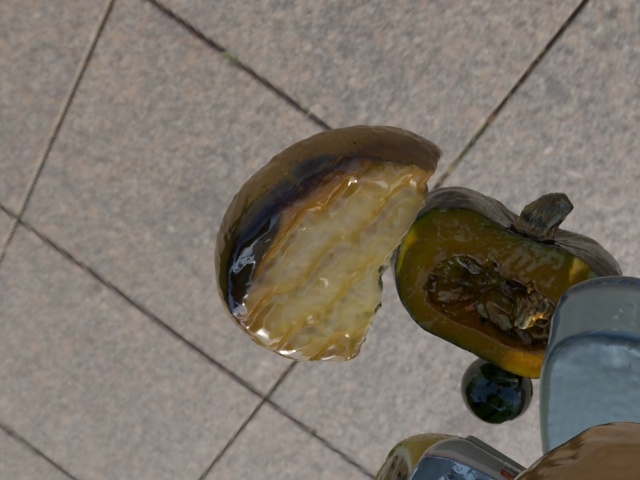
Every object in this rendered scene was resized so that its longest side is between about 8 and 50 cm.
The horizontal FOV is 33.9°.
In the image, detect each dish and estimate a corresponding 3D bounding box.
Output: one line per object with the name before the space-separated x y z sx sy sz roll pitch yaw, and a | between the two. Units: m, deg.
dish | 0.207 0.308 1.213 0.212 0.077 0.151 31 138 12

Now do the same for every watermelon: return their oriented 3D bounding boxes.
watermelon | 0.241 0.199 1.411 0.109 0.109 0.109 12 126 17

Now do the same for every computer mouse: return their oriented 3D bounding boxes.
computer mouse | 0.217 0.127 0.720 0.128 0.079 0.231 10 121 31

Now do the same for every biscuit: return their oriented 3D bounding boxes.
biscuit | 0.000 -0.001 1.054 0.213 0.091 0.274 10 125 -28

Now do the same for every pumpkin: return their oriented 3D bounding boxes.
pumpkin | 0.241 0.034 1.331 0.317 0.139 0.222 28 112 17

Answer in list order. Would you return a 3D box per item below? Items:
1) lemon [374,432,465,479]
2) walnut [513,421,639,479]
lemon | 0.182 0.386 1.401 0.219 0.240 0.240 20 130 -10
walnut | 0.127 0.151 0.347 0.197 0.165 0.165 35 150 61
